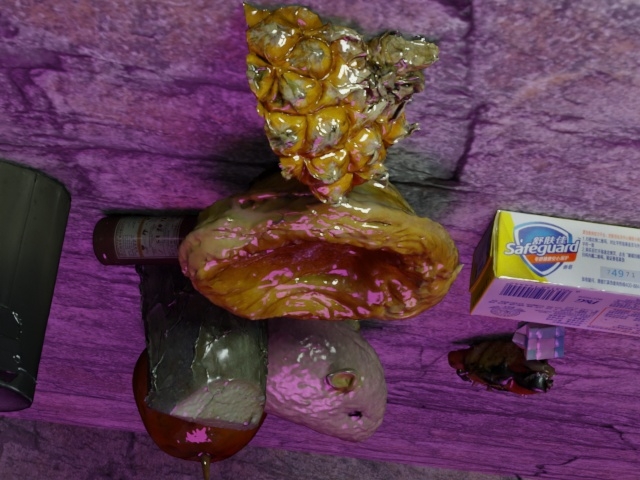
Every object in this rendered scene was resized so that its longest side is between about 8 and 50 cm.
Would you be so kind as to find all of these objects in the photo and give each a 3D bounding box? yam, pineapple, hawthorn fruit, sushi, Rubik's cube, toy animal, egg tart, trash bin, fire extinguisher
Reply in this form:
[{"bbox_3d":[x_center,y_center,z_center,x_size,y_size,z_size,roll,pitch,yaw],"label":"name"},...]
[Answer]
[{"bbox_3d":[-0.173,0.145,1.556,0.202,0.271,0.201,12,158,-29],"label":"yam"},{"bbox_3d":[0.039,-0.115,0.993,0.164,0.139,0.250,-2,154,20],"label":"pineapple"},{"bbox_3d":[-0.223,0.304,1.939,0.277,0.298,0.277,-1,163,0],"label":"hawthorn fruit"},{"bbox_3d":[0.326,0.220,1.824,0.226,0.097,0.103,8,159,42],"label":"sushi"},{"bbox_3d":[0.348,0.148,1.661,0.084,0.075,0.073,10,-156,-9],"label":"Rubik's cube"},{"bbox_3d":[-0.037,0.206,1.775,0.358,0.188,0.226,21,133,-8],"label":"toy animal"},{"bbox_3d":[0.000,0.000,1.283,0.352,0.150,0.352,2,156,1],"label":"egg tart"},{"bbox_3d":[-0.452,0.057,1.369,0.203,0.301,0.252,24,150,-35],"label":"trash bin"},{"bbox_3d":[-0.207,0.012,1.448,0.231,0.099,0.071,1,151,20],"label":"fire extinguisher"}]

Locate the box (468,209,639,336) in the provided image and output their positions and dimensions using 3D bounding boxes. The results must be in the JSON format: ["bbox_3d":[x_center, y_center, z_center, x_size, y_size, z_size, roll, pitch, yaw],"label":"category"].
[{"bbox_3d":[0.340,0.048,1.363,0.265,0.097,0.168,7,159,1],"label":"box"}]
